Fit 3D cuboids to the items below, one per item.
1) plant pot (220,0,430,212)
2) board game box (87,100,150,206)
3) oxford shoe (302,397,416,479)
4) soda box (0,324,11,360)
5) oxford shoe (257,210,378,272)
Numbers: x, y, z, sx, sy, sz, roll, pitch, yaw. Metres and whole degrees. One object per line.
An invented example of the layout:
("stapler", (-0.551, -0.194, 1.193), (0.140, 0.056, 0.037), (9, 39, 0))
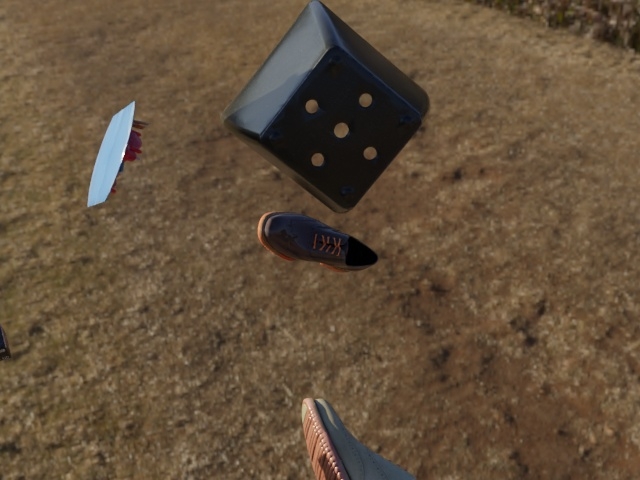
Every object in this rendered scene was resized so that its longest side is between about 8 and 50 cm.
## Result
("plant pot", (0.015, -0.138, 0.888), (0.187, 0.188, 0.167), (37, 9, -16))
("board game box", (-0.262, -0.106, 1.039), (0.033, 0.133, 0.169), (18, -11, -26))
("oxford shoe", (0.092, 0.454, 1.475), (0.146, 0.140, 0.397), (-20, 60, -21))
("soda box", (-0.673, 0.212, 1.476), (0.169, 0.053, 0.060), (-17, 64, -18))
("oxford shoe", (0.000, 0.000, 1.538), (0.271, 0.097, 0.098), (16, -11, -40))
